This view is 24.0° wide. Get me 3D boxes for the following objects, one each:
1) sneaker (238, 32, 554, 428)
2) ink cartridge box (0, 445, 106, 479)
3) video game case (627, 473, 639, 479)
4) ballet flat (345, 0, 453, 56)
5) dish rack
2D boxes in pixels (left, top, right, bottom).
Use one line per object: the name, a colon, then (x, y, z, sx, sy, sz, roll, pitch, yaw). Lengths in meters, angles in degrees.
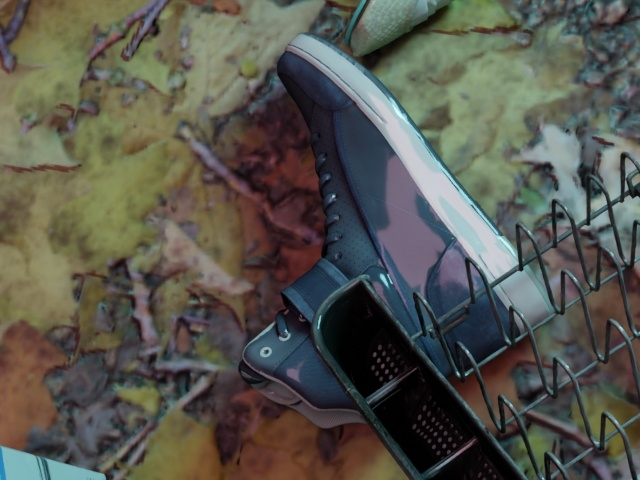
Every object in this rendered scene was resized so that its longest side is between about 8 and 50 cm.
sneaker: (0.000, 0.000, 0.855, 0.163, 0.086, 0.226, -36, 69, -1)
ink cartridge box: (-0.208, 0.164, 0.802, 0.140, 0.190, 0.082, -14, 72, 10)
video game case: (0.233, 0.141, 0.689, 0.210, 0.232, 0.042, -30, 106, 5)
ballet flat: (0.075, -0.177, 0.909, 0.052, 0.057, 0.168, 28, 82, 11)
dish rack: (0.157, 0.049, 0.725, 0.271, 0.074, 0.208, -33, 54, -8)
